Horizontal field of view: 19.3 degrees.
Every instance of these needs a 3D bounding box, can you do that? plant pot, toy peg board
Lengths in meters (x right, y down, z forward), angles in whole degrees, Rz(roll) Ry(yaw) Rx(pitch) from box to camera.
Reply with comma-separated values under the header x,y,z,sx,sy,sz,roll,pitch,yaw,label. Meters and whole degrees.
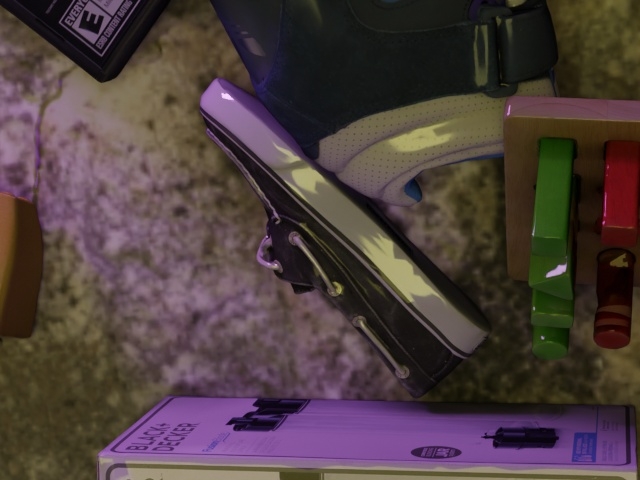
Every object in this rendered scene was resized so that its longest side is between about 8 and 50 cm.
x,y,z,sx,sy,sz,roll,pitch,yaw,label
-0.210,0.008,1.129,0.081,0.081,0.083,16,87,7,plant pot
0.178,0.004,1.014,0.160,0.161,0.079,3,58,9,toy peg board

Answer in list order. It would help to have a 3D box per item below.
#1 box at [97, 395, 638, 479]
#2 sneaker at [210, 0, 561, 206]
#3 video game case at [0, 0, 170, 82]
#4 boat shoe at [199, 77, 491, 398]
x,y,z,sx,sy,sz,roll,pitch,yaw,label
0.033,0.147,1.058,0.289,0.169,0.087,0,97,10,box
0.099,-0.167,1.050,0.323,0.130,0.236,-40,114,-7,sneaker
-0.145,-0.275,1.090,0.248,0.035,0.275,38,108,2,video game case
0.000,0.000,1.092,0.070,0.078,0.219,-44,90,10,boat shoe
